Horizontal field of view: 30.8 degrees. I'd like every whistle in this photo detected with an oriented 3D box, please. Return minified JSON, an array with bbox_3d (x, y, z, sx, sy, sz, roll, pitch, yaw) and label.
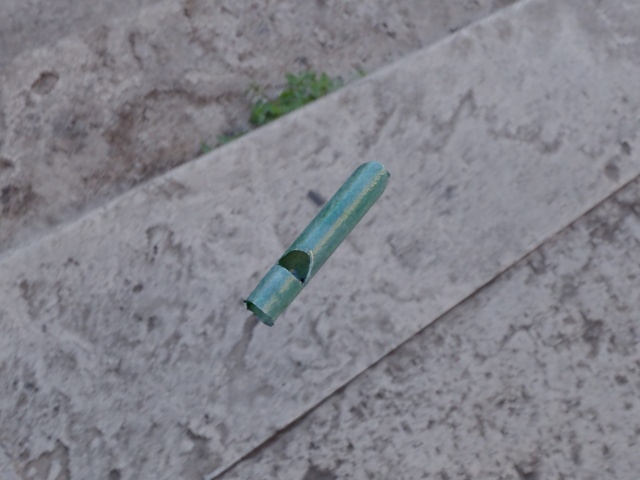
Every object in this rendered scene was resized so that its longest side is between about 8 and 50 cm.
[{"bbox_3d":[0.000,0.000,1.091,0.039,0.039,0.186,42,72,-3],"label":"whistle"}]
